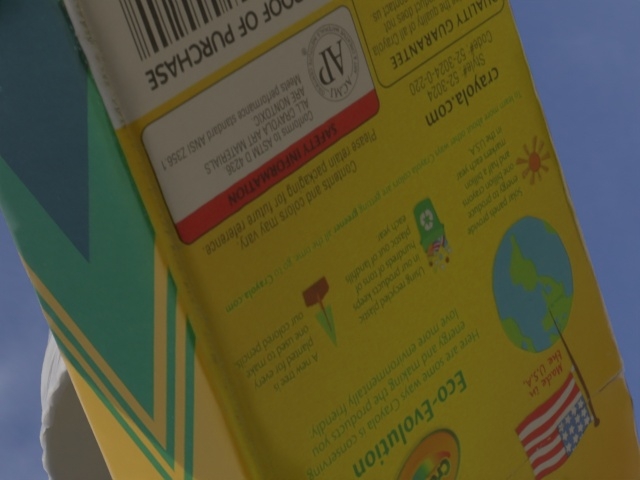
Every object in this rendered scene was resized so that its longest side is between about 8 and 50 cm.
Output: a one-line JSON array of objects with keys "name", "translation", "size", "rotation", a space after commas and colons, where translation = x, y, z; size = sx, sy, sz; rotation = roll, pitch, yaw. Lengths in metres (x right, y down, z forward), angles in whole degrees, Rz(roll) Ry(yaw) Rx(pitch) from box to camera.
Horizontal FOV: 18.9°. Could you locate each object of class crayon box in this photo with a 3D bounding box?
[{"name": "crayon box", "translation": [0.000, 0.000, 0.690], "size": [0.202, 0.081, 0.319], "rotation": [-36, -66, -42]}]

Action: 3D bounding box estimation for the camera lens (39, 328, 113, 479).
[{"name": "camera lens", "translation": [-0.011, 0.024, 0.949], "size": [0.219, 0.274, 0.219], "rotation": [4, -55, 5]}]
